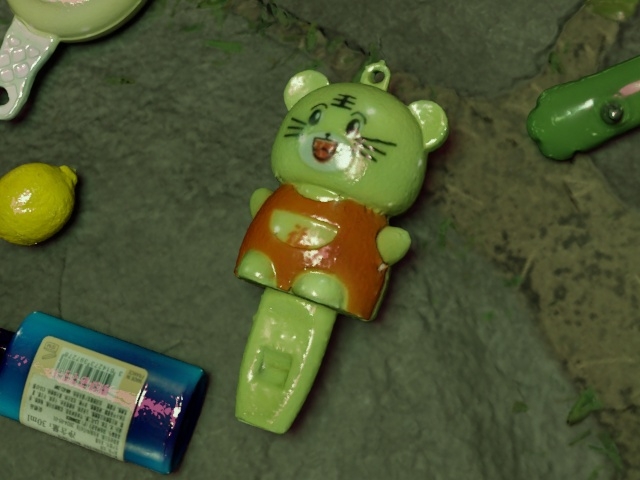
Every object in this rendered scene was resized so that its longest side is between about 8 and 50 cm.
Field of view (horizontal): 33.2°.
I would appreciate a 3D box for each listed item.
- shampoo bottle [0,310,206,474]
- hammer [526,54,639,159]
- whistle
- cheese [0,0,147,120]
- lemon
[{"bbox_3d":[-0.185,0.112,0.831,0.183,0.050,0.087,17,86,11],"label":"shampoo bottle"},{"bbox_3d":[0.307,-0.146,0.776,0.335,0.119,0.206,-23,76,11],"label":"hammer"},{"bbox_3d":[0.000,0.000,0.792,0.131,0.106,0.288,17,84,18],"label":"whistle"},{"bbox_3d":[-0.216,-0.202,0.882,0.137,0.064,0.227,28,87,14],"label":"cheese"},{"bbox_3d":[-0.228,-0.031,0.856,0.083,0.062,0.062,-40,77,-12],"label":"lemon"}]
